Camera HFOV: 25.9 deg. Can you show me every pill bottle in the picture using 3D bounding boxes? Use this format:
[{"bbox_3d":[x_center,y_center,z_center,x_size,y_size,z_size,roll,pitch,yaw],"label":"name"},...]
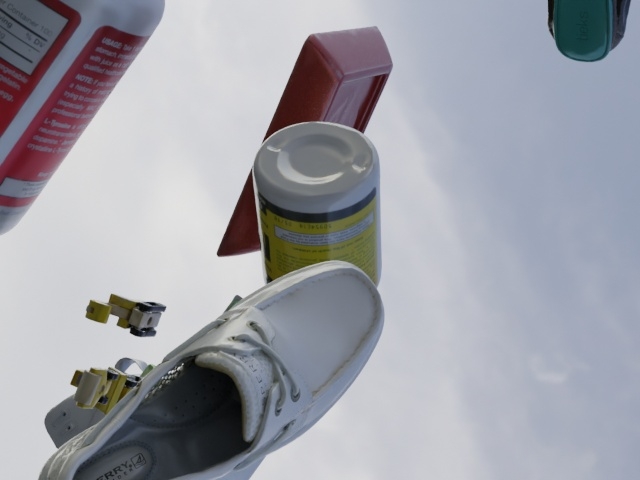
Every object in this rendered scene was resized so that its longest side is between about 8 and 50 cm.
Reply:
[{"bbox_3d":[-0.309,-0.221,1.438,0.407,0.229,0.229,-51,-130,16],"label":"pill bottle"},{"bbox_3d":[0.000,0.000,1.337,0.119,0.119,0.208,47,-28,40],"label":"pill bottle"}]

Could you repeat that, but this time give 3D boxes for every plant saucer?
[{"bbox_3d":[-0.004,-0.106,1.537,0.048,0.259,0.258,28,-73,13],"label":"plant saucer"}]

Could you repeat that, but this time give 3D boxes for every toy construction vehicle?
[{"bbox_3d":[-0.146,0.079,0.970,0.035,0.098,0.086,22,-85,17],"label":"toy construction vehicle"}]

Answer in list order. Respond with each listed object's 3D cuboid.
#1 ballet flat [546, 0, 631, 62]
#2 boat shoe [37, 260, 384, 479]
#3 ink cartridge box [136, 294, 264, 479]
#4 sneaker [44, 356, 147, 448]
[{"bbox_3d":[0.239,-0.274,1.217,0.095,0.280,0.096,14,-118,11],"label":"ballet flat"},{"bbox_3d":[-0.055,0.101,0.899,0.098,0.277,0.096,51,-24,3],"label":"boat shoe"},{"bbox_3d":[-0.112,0.176,1.474,0.235,0.171,0.056,-54,-142,2],"label":"ink cartridge box"},{"bbox_3d":[-0.253,0.316,1.673,0.210,0.137,0.366,25,-101,33],"label":"sneaker"}]
